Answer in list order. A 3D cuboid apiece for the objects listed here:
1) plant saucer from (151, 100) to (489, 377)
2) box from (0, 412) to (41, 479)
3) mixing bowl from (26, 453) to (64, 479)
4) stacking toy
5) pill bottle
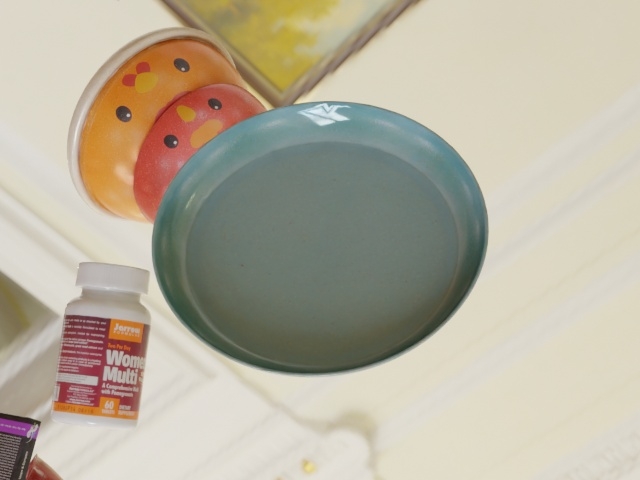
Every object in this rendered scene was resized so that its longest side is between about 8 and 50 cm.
[{"bbox_3d":[0.000,0.000,1.285,0.318,0.043,0.317,-3,-126,4],"label":"plant saucer"},{"bbox_3d":[-0.462,0.323,1.903,0.116,0.029,0.162,5,-107,34],"label":"box"},{"bbox_3d":[-0.421,0.420,2.005,0.181,0.098,0.181,-60,-172,15],"label":"mixing bowl"},{"bbox_3d":[-0.137,-0.102,2.140,0.480,0.350,0.350,33,-99,34],"label":"stacking toy"},{"bbox_3d":[-0.297,0.145,1.861,0.121,0.121,0.221,-5,-104,60],"label":"pill bottle"}]
